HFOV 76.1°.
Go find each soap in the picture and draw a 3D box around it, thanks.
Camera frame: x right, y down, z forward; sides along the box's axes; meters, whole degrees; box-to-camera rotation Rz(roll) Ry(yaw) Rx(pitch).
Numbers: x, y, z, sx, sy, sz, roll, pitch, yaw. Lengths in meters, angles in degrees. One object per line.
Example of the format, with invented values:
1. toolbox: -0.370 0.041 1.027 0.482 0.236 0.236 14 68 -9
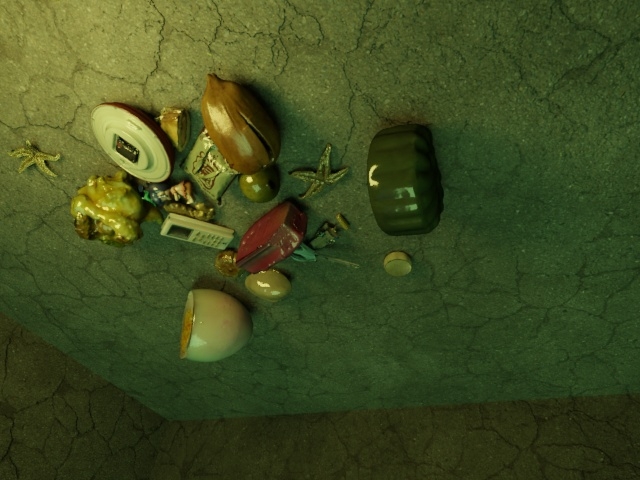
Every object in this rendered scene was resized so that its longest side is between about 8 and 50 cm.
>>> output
1. soap: -0.188 -0.011 1.619 0.324 0.220 0.127 -29 129 33

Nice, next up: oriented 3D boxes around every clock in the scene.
1. clock: -0.654 -0.328 1.418 0.318 0.080 0.318 16 141 13

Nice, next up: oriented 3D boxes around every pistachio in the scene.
1. pistachio: -0.240 0.211 1.922 0.223 0.126 0.152 5 102 10

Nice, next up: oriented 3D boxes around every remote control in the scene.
1. remote control: -0.511 -0.033 1.709 0.277 0.056 0.103 16 139 -32

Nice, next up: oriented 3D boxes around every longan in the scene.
1. longan: -0.226 -0.213 1.487 0.145 0.176 0.155 -24 119 -26

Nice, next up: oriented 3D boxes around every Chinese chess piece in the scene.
1. Chinese chess piece: 0.335 0.101 1.768 0.122 0.051 0.122 3 137 3

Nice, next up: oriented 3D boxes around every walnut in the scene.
1. walnut: -0.258 -0.366 1.289 0.209 0.209 0.336 -18 118 25

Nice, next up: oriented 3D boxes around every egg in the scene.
1. egg: -0.499 0.424 2.032 0.339 0.355 0.354 10 138 -25

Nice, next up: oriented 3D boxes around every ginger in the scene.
1. ginger: -0.525 -0.118 1.663 0.193 0.053 0.176 -4 154 43

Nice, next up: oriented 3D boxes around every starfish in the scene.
1. starfish: -1.091 -0.307 1.577 0.208 0.053 0.176 -10 133 23
2. starfish: -0.020 -0.233 1.487 0.247 0.050 0.138 -30 122 29

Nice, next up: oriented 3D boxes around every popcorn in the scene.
1. popcorn: -0.787 -0.116 1.598 0.325 0.290 0.321 -9 -179 -26

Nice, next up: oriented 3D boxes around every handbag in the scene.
1. handbag: -0.385 -0.264 1.461 0.213 0.127 0.235 49 127 1

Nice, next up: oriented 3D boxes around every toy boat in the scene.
1. toy boat: 0.000 0.000 1.714 0.084 0.066 0.210 40 141 -12

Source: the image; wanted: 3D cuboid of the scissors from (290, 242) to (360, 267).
1. scissors: -0.005 0.069 1.728 0.360 0.029 0.191 16 152 16

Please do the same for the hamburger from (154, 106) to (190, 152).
1. hamburger: -0.497 -0.394 1.382 0.102 0.087 0.176 30 146 4

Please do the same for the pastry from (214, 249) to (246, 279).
1. pastry: -0.410 0.107 1.871 0.153 0.081 0.153 11 134 12

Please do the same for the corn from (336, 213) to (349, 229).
1. corn: 0.093 -0.073 1.645 0.028 0.027 0.083 -31 122 14

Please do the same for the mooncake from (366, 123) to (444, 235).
1. mooncake: 0.280 -0.187 1.300 0.187 0.351 0.351 -1 136 26

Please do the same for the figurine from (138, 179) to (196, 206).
1. figurine: -0.587 -0.189 1.577 0.195 0.111 0.102 -8 106 -10
